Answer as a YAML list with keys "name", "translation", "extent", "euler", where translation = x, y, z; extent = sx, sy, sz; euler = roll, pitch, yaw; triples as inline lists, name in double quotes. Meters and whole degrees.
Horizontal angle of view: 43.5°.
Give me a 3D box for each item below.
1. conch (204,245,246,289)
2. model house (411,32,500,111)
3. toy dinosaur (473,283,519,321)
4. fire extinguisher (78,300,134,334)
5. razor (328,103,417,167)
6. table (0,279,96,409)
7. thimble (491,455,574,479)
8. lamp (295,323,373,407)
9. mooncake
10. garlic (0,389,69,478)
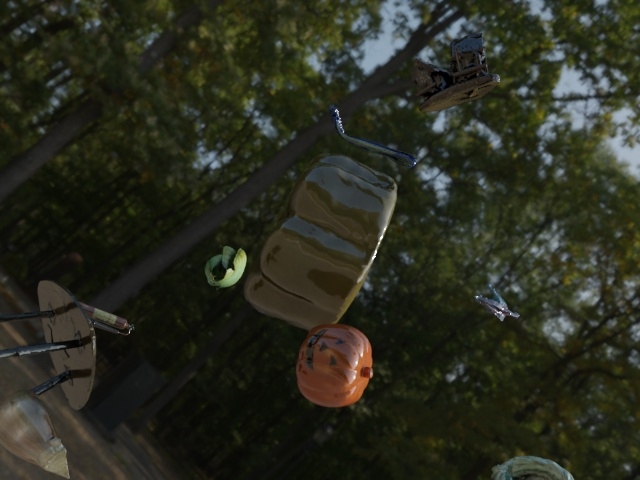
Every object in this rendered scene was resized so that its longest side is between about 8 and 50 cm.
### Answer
- name: "conch"
  translation: [-0.201, 0.056, 1.726]
  extent: [0.079, 0.105, 0.170]
  euler: [35, 0, -7]
- name: "model house"
  translation: [0.313, -0.405, 1.910]
  extent: [0.141, 0.203, 0.164]
  euler: [18, 57, -72]
- name: "toy dinosaur"
  translation: [0.372, 0.136, 1.710]
  extent: [0.197, 0.045, 0.080]
  euler: [22, 24, -50]
- name: "fire extinguisher"
  translation: [-0.553, 0.205, 2.058]
  extent: [0.173, 0.035, 0.049]
  euler: [25, 27, -25]
- name: "razor"
  translation: [0.127, -0.260, 2.143]
  extent: [0.324, 0.056, 0.093]
  euler: [35, -24, 38]
- name: "table"
  translation: [-0.673, 0.273, 1.777]
  extent: [0.317, 0.249, 0.317]
  euler: [20, -64, 48]
- name: "thimble"
  translation: [0.504, 0.616, 1.909]
  extent: [0.211, 0.185, 0.149]
  euler: [27, -31, 31]
- name: "lamp"
  translation: [0.039, 0.276, 1.765]
  extent: [0.164, 0.187, 0.187]
  euler: [10, -34, 24]
- name: "mooncake"
  translation: [0.000, 0.000, 2.081]
  extent: [0.262, 0.467, 0.467]
  euler: [26, -17, -2]
- name: "garlic"
  translation: [-0.590, 0.365, 1.620]
  extent: [0.266, 0.129, 0.148]
  euler: [-145, -128, -64]
